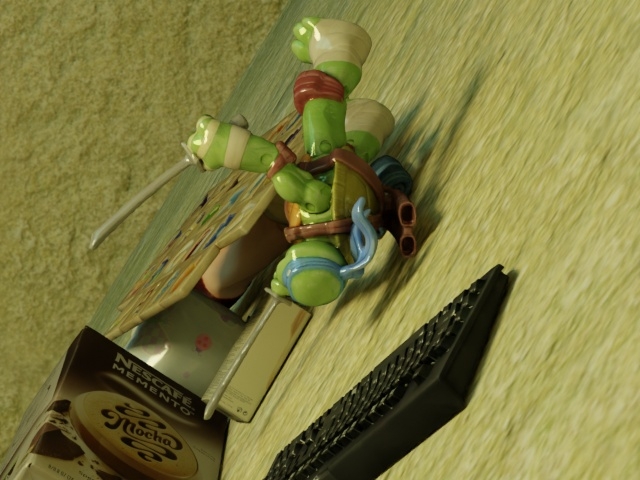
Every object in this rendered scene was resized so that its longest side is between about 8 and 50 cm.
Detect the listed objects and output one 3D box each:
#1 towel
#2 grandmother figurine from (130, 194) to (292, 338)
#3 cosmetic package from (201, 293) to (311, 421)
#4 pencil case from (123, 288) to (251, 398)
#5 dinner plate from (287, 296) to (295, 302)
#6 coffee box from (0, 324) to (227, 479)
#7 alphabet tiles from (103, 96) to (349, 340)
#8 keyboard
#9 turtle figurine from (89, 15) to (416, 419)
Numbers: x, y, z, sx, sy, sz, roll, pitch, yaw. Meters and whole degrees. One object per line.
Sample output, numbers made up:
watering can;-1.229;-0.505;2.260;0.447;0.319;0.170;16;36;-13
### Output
towel;0.051;-0.041;1.655;0.067;0.029;0.119;-56;9;6
grandmother figurine;-0.105;0.026;2.041;0.342;0.104;0.208;-46;4;41
cosmetic package;-0.058;0.106;1.696;0.115;0.041;0.060;-59;9;-10
pencil case;-0.175;0.171;1.864;0.273;0.113;0.124;-59;21;-5
dinner plate;0.000;0.000;1.830;0.141;0.017;0.141;-55;8;12
coffee box;-0.187;0.211;1.628;0.119;0.168;0.297;-55;10;16
alphabet tiles;-0.091;-0.029;1.793;0.285;0.011;0.342;-53;11;-26
keyboard;0.012;0.147;1.231;0.317;0.033;0.201;-47;14;51
turtle figurine;-0.045;-0.045;1.539;0.274;0.198;0.266;-32;27;40
